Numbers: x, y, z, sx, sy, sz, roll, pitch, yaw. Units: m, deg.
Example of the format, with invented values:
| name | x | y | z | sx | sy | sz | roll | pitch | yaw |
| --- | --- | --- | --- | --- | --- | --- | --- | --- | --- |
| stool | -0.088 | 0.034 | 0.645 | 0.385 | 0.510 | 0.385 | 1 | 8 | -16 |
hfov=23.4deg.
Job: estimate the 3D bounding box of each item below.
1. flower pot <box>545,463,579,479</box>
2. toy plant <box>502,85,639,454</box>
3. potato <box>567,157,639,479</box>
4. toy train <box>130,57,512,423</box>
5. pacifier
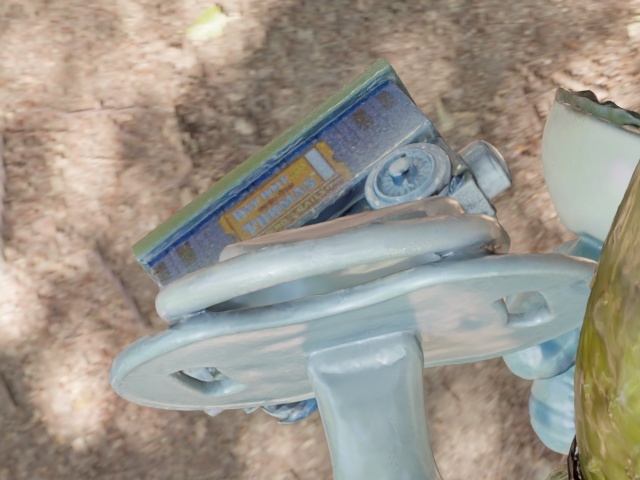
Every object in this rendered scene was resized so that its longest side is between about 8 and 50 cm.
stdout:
| name | x | y | z | sx | sy | sz | roll | pitch | yaw |
| --- | --- | --- | --- | --- | --- | --- | --- | --- | --- |
| flower pot | 0.247 | 0.255 | 1.027 | 0.307 | 0.244 | 0.307 | -8 | 77 | 34 |
| toy plant | 0.273 | 0.045 | 1.441 | 0.247 | 0.247 | 0.332 | 21 | 100 | 16 |
| potato | 0.209 | -0.008 | 0.601 | 0.229 | 0.229 | 0.266 | 9 | 123 | 19 |
| toy train | 0.000 | 0.000 | 1.217 | 0.300 | 0.202 | 0.131 | -36 | 129 | 0 |
| pacifier | 0.029 | 0.092 | 0.840 | 0.287 | 0.238 | 0.226 | -15 | 75 | 7 |
